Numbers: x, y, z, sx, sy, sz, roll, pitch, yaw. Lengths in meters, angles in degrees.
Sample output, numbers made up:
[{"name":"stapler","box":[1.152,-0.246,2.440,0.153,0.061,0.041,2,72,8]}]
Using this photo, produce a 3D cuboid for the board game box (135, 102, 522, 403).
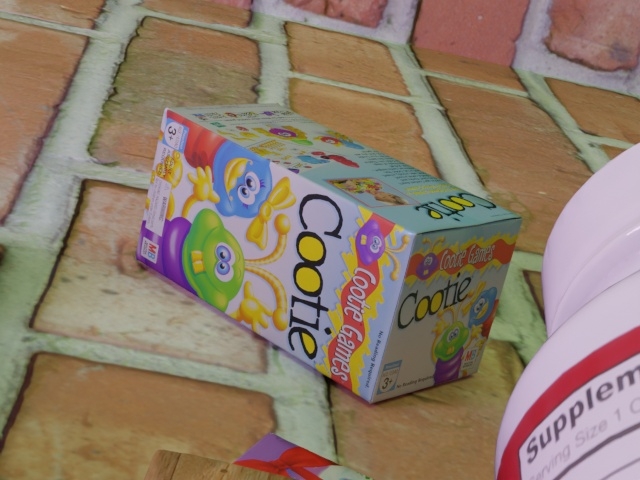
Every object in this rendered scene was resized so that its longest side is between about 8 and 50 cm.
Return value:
[{"name":"board game box","box":[0.000,0.000,1.181,0.275,0.142,0.144,28,23,36]}]

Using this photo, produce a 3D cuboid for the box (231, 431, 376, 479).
[{"name":"box","box":[-0.004,0.207,0.728,0.200,0.057,0.293,22,21,17]}]

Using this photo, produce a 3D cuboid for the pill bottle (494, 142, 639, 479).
[{"name":"pill bottle","box":[0.178,0.146,0.497,0.229,0.229,0.408,11,42,-8]}]

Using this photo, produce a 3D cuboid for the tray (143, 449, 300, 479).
[{"name":"tray","box":[-0.069,0.240,0.370,0.076,0.203,0.411,13,19,0]}]
